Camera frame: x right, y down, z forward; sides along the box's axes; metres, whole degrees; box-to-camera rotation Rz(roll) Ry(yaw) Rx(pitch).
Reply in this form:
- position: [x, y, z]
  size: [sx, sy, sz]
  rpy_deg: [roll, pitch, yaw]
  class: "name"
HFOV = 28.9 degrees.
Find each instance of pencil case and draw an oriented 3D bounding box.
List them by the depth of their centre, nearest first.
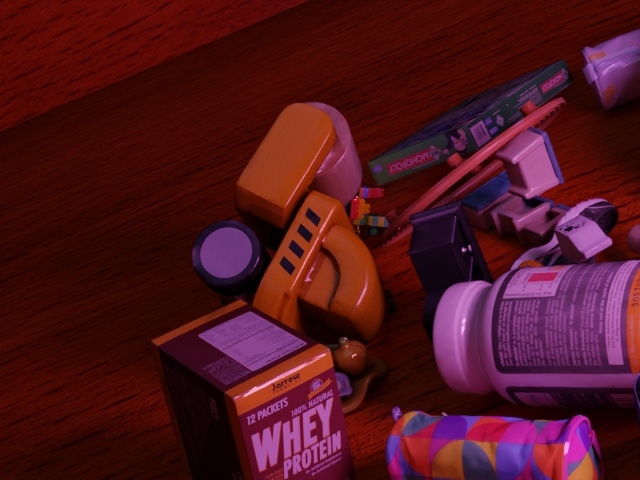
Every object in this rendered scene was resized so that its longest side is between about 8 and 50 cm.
- position: [0.179, 0.226, 1.302]
  size: [0.236, 0.104, 0.104]
  rpy_deg: [-1, 34, 39]
  class: "pencil case"
- position: [0.555, -0.299, 1.969]
  size: [0.273, 0.113, 0.124]
  rpy_deg: [-20, 4, 14]
  class: "pencil case"

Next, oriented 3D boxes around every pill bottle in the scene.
- position: [0.275, 0.105, 1.372]
  size: [0.278, 0.162, 0.162]
  rpy_deg: [-4, 32, 37]
  class: "pill bottle"

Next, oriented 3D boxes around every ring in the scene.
- position: [0.212, -0.104, 1.792]
  size: [0.336, 0.032, 0.336]
  rpy_deg: [-37, -8, -6]
  class: "ring"

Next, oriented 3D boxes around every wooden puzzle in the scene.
- position: [0.081, 0.091, 1.767]
  size: [0.049, 0.006, 0.083]
  rpy_deg: [-23, 25, 4]
  class: "wooden puzzle"

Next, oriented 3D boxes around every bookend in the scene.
- position: [0.166, 0.059, 1.572]
  size: [0.072, 0.157, 0.156]
  rpy_deg: [-17, 25, 19]
  class: "bookend"

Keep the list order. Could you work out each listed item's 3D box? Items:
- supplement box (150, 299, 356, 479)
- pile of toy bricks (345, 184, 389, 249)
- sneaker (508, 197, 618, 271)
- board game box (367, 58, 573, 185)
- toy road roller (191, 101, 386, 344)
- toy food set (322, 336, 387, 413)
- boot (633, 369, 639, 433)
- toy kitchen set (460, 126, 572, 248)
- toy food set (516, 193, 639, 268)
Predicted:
- position: [-0.077, 0.202, 1.432]
  size: [0.129, 0.191, 0.194]
  rpy_deg: [-25, 27, -27]
  class: "supplement box"
- position: [0.075, -0.032, 1.934]
  size: [0.105, 0.118, 0.212]
  rpy_deg: [3, 8, -4]
  class: "pile of toy bricks"
- position: [0.334, 0.021, 1.618]
  size: [0.178, 0.072, 0.077]
  rpy_deg: [-42, 40, -16]
  class: "sneaker"
- position: [0.246, -0.193, 2.011]
  size: [0.213, 0.046, 0.317]
  rpy_deg: [-20, 11, 46]
  class: "board game box"
- position: [0.000, 0.000, 1.696]
  size: [0.240, 0.202, 0.329]
  rpy_deg: [24, 75, 18]
  class: "toy road roller"
- position: [-0.026, 0.181, 1.611]
  size: [0.218, 0.071, 0.128]
  rpy_deg: [-22, 25, 7]
  class: "toy food set"
- position: [0.329, 0.216, 1.167]
  size: [0.082, 0.106, 0.219]
  rpy_deg: [-19, 25, 14]
  class: "boot"
- position: [0.284, -0.100, 1.763]
  size: [0.122, 0.166, 0.207]
  rpy_deg: [-33, 26, -16]
  class: "toy kitchen set"
- position: [0.362, 0.026, 1.506]
  size: [0.232, 0.111, 0.104]
  rpy_deg: [-28, 24, -12]
  class: "toy food set"
